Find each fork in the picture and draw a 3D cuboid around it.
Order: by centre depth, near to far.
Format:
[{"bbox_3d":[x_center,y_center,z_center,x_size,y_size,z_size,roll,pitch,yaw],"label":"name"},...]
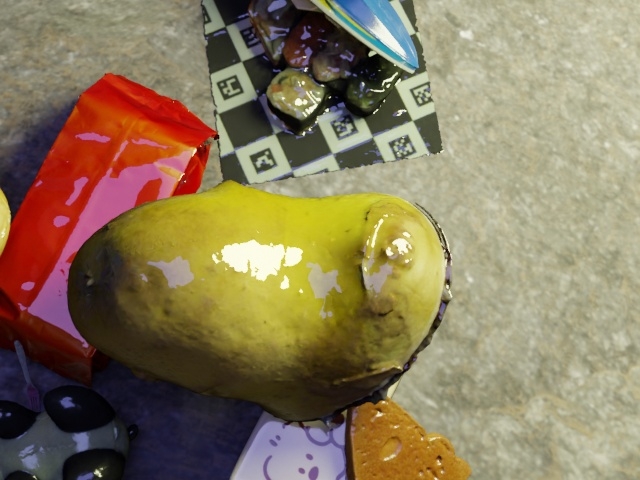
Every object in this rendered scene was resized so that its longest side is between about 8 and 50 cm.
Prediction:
[{"bbox_3d":[-0.385,0.177,1.440,0.016,0.115,0.012,-12,30,-8],"label":"fork"}]

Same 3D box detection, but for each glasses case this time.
[{"bbox_3d":[0.014,0.206,1.428,0.144,0.076,0.336,25,75,8],"label":"glasses case"}]

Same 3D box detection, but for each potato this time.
[{"bbox_3d":[-0.091,0.062,1.271,0.397,0.296,0.290,-3,79,34],"label":"potato"}]

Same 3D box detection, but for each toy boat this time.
[{"bbox_3d":[0.029,-0.328,1.513,0.295,0.129,0.088,46,115,18],"label":"toy boat"}]

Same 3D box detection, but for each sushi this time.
[{"bbox_3d":[-0.003,-0.264,1.571,0.320,0.069,0.339,-7,74,-2],"label":"sushi"}]

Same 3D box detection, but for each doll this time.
[{"bbox_3d":[-0.352,0.269,1.386,0.234,0.135,0.143,-12,76,1],"label":"doll"}]

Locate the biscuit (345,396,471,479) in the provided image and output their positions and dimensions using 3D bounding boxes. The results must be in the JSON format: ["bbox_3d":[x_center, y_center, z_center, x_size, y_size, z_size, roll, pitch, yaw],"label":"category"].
[{"bbox_3d":[0.102,0.307,1.373,0.183,0.043,0.280,-30,96,-24],"label":"biscuit"}]

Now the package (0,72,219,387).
[{"bbox_3d":[-0.298,-0.026,1.477,0.196,0.123,0.423,25,77,5],"label":"package"}]

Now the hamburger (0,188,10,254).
[{"bbox_3d":[-0.525,0.012,1.399,0.318,0.158,0.318,-11,74,40],"label":"hamburger"}]
